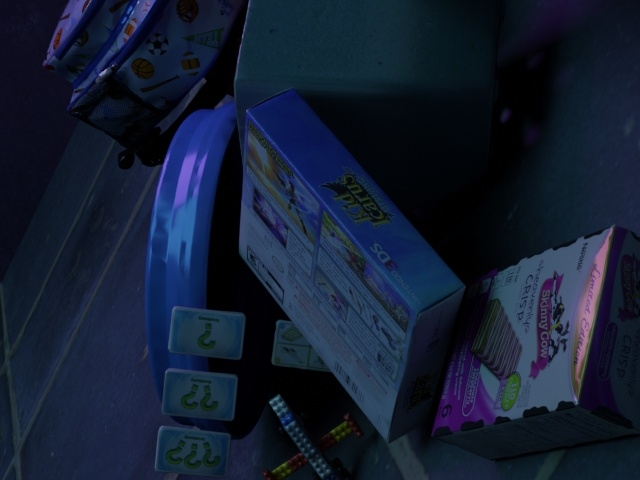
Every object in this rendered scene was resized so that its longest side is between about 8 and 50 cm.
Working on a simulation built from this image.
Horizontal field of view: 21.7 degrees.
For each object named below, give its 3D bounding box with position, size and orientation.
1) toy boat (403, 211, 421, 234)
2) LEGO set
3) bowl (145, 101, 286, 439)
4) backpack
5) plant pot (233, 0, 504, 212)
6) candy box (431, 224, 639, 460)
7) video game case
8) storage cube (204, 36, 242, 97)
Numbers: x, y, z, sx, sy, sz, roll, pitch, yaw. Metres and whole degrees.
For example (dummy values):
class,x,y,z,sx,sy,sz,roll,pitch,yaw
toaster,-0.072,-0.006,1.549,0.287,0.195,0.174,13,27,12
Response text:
class,x,y,z,sx,sy,sz,roll,pitch,yaw
toy boat,0.000,0.000,1.860,0.151,0.151,0.231,-67,25,3
LEGO set,-0.043,0.173,1.723,0.060,0.244,0.182,-100,17,-80
bowl,-0.113,0.032,1.920,0.391,0.077,0.391,3,-90,-78
backpack,-0.196,-0.272,2.041,0.263,0.213,0.276,-28,40,44
plant pot,0.059,-0.169,1.723,0.247,0.252,0.247,87,-171,-56
candy box,0.194,0.092,1.415,0.233,0.071,0.159,-26,45,60
video game case,0.021,0.026,1.595,0.269,0.061,0.244,51,157,25
storage cube,-0.033,-0.256,2.165,0.183,0.193,0.215,-65,20,8
